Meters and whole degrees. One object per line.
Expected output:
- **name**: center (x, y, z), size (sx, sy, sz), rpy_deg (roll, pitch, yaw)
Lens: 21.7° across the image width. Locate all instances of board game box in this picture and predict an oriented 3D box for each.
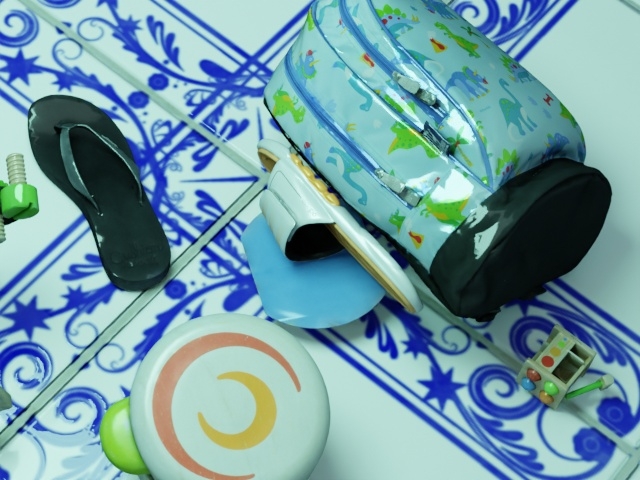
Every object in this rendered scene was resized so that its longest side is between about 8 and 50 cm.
- **board game box**: center (-0.008, 0.030, 1.781), size (0.133, 0.033, 0.169), rpy_deg (-14, 57, -10)

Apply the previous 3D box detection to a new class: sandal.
- **sandal**: center (-0.231, -0.065, 1.790), size (0.097, 0.054, 0.254), rpy_deg (-26, 67, -21)
- **sandal**: center (-0.002, -0.004, 1.722), size (0.076, 0.102, 0.265), rpy_deg (-40, 60, -6)

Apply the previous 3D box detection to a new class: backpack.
- **backpack**: center (0.112, -0.115, 1.758), size (0.355, 0.273, 0.290), rpy_deg (32, 27, 27)

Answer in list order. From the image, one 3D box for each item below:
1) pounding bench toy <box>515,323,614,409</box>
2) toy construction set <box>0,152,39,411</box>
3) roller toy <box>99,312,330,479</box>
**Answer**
- **pounding bench toy**: center (0.255, 0.144, 1.738), size (0.083, 0.052, 0.065), rpy_deg (37, 62, 13)
- **toy construction set**: center (-0.423, 0.083, 1.572), size (0.309, 0.257, 0.237), rpy_deg (-5, 69, -18)
- **roller toy**: center (-0.089, 0.178, 1.616), size (0.209, 0.146, 0.191), rpy_deg (29, 69, 3)
